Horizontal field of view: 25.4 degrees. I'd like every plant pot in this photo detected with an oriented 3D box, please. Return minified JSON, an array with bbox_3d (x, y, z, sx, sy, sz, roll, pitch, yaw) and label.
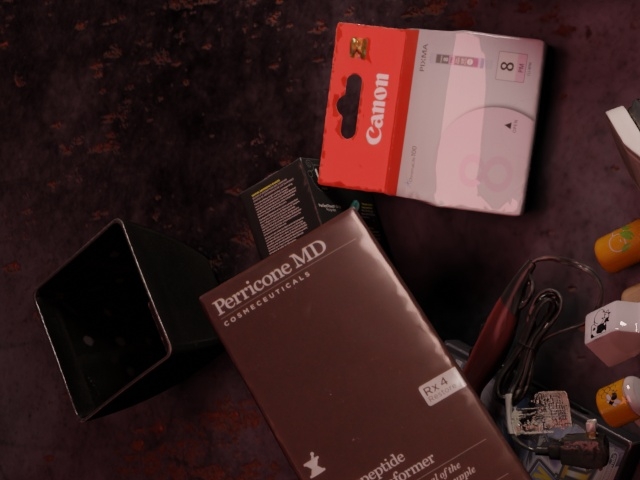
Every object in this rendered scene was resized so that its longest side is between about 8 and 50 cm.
[{"bbox_3d":[-0.216,0.098,1.773,0.188,0.167,0.187,-38,67,33],"label":"plant pot"}]

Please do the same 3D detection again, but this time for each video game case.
[{"bbox_3d":[0.190,0.282,1.522,0.248,0.035,0.274,28,106,36],"label":"video game case"}]

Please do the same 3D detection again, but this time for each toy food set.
[{"bbox_3d":[0.328,0.079,1.348,0.104,0.111,0.232,-31,28,34],"label":"toy food set"}]

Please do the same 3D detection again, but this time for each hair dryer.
[{"bbox_3d":[0.169,0.147,1.490,0.294,0.080,0.223,-11,72,28],"label":"hair dryer"}]

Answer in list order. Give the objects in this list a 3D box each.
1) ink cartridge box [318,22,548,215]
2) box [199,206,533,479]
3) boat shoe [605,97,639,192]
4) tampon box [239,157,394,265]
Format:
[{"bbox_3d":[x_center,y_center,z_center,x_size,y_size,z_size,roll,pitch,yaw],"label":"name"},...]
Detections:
[{"bbox_3d":[0.117,-0.133,1.523,0.232,0.066,0.189,8,94,8],"label":"ink cartridge box"},{"bbox_3d":[0.057,0.177,1.391,0.191,0.143,0.381,-31,61,-3],"label":"box"},{"bbox_3d":[0.353,-0.040,1.298,0.091,0.114,0.302,-26,47,8],"label":"boat shoe"},{"bbox_3d":[0.000,0.000,1.630,0.101,0.120,0.161,-28,71,34],"label":"tampon box"}]
